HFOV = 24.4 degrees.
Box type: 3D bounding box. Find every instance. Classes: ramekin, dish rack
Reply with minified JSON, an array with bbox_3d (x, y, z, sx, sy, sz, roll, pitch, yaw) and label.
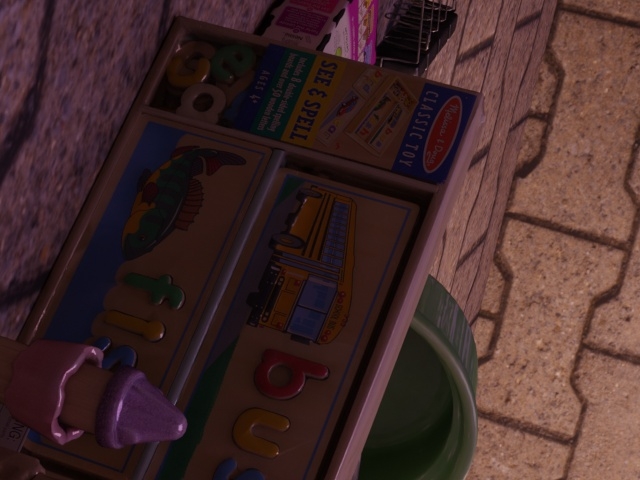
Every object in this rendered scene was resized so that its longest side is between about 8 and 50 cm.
[{"bbox_3d":[0.027,0.153,1.585,0.148,0.303,0.303,-61,162,-62],"label":"ramekin"},{"bbox_3d":[0.136,-0.350,1.881,0.208,0.074,0.271,-56,156,-53],"label":"dish rack"}]

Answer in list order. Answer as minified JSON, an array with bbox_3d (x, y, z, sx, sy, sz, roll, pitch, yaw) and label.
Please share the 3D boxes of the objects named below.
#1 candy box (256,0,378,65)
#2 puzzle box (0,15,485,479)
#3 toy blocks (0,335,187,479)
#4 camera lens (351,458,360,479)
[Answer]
[{"bbox_3d":[-0.011,-0.177,1.502,0.159,0.071,0.233,91,20,-48],"label":"candy box"},{"bbox_3d":[-0.063,0.031,1.133,0.052,0.272,0.409,77,32,-63],"label":"puzzle box"},{"bbox_3d":[-0.190,0.252,0.920,0.288,0.260,0.309,-55,157,-53],"label":"toy blocks"},{"bbox_3d":[-0.072,0.148,1.242,0.219,0.219,0.274,86,10,-55],"label":"camera lens"}]
